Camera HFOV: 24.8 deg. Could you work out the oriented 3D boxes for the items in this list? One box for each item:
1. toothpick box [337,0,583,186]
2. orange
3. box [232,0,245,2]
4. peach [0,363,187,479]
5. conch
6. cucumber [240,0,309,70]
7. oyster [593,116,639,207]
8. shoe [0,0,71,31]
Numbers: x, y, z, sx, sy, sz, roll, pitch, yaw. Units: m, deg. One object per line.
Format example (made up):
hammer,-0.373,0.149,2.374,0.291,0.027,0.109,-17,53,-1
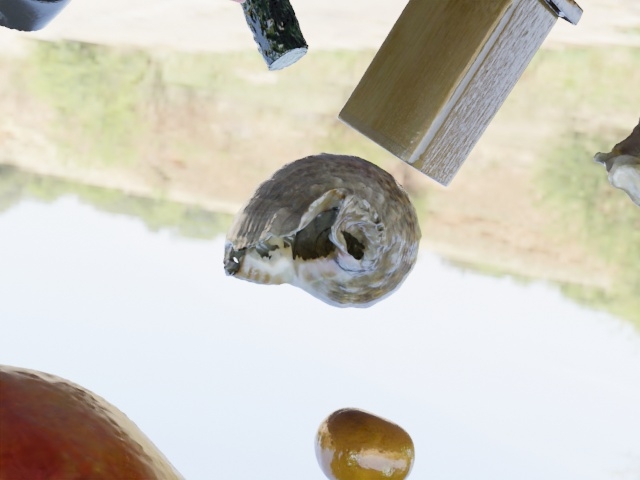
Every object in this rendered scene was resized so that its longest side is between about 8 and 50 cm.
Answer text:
toothpick box,0.182,-0.248,1.998,0.190,0.308,0.187,34,-174,26
orange,0.064,0.318,2.174,0.156,0.124,0.156,22,173,3
box,-0.198,-0.276,1.021,0.265,0.048,0.273,45,-160,22
peach,-0.217,0.263,1.069,0.372,0.290,0.372,45,165,15
conch,0.000,0.000,1.113,0.155,0.130,0.207,-31,178,0
cucumber,-0.089,-0.356,1.826,0.067,0.293,0.067,-19,171,-3
oyster,0.371,-0.102,1.307,0.275,0.271,0.100,19,142,-21
shoe,-0.355,-0.284,1.699,0.108,0.093,0.241,36,164,-12
